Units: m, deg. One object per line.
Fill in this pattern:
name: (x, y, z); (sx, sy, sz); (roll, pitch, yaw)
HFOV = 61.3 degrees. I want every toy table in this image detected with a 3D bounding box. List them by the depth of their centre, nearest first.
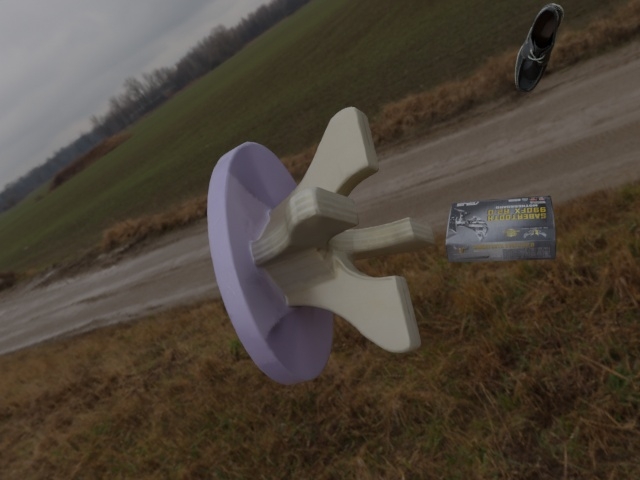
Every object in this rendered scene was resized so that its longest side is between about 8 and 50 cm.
toy table: (0.000, 0.000, 0.569); (0.161, 0.274, 0.252); (-21, -6, 30)

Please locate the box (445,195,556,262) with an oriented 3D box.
box: (0.413, -0.027, 1.244); (0.231, 0.056, 0.183); (-3, 34, 22)

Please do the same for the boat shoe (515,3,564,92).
boat shoe: (0.579, -0.510, 1.449); (0.084, 0.232, 0.079); (20, 35, 14)
